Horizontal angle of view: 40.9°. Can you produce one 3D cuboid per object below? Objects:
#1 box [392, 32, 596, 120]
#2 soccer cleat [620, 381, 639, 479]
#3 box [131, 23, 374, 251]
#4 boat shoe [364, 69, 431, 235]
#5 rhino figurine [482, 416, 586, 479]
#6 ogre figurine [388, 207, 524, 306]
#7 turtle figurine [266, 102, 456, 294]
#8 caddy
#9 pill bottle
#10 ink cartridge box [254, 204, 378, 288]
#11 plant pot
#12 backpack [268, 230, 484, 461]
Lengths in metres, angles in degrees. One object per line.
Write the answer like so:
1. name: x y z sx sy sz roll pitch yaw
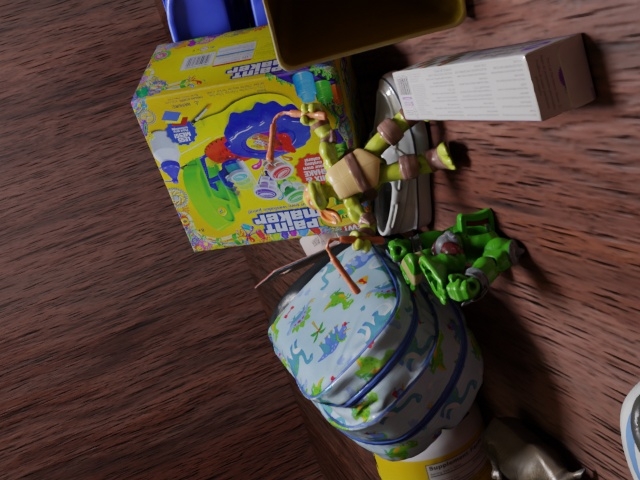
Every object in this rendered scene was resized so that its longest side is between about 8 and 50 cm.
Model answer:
1. box: 0.169 -0.167 0.914 0.324 0.063 0.067 -156 45 -72
2. soccer cleat: 0.369 0.269 0.739 0.143 0.116 0.331 57 -172 -70
3. box: -0.083 -0.158 1.293 0.177 0.290 0.279 -83 -19 -50
4. boat shoe: 0.102 -0.113 1.223 0.095 0.084 0.258 -129 22 -54
5. rhino figurine: 0.295 0.313 1.151 0.106 0.073 0.243 69 166 -17
6. ogre figurine: 0.173 0.019 1.074 0.197 0.118 0.097 164 84 -78
7. turtle figurine: 0.064 -0.081 1.128 0.269 0.217 0.087 67 -167 15
8. caddy: -0.125 -0.356 1.391 0.179 0.241 0.341 -105 4 -52
9. pill bottle: 0.184 0.355 1.408 0.188 0.188 0.334 -142 33 -66
10. ink cartridge box: 0.000 0.000 1.476 0.275 0.239 0.060 141 107 -76
11. plant pot: 0.021 -0.339 0.963 0.187 0.212 0.212 -110 5 -62
12. backpack: 0.075 0.150 1.230 0.273 0.290 0.355 44 -173 -43
